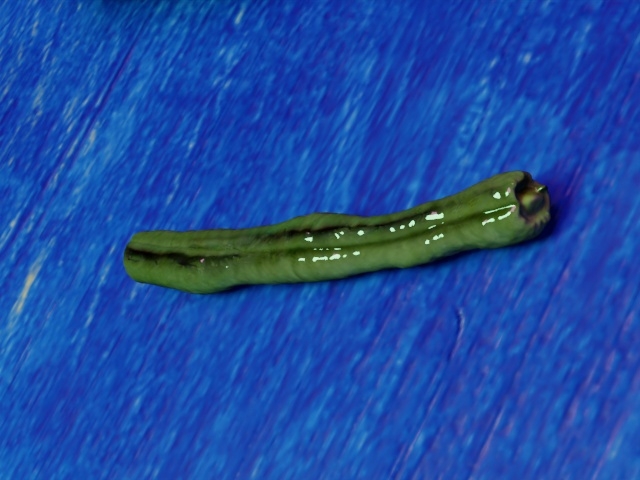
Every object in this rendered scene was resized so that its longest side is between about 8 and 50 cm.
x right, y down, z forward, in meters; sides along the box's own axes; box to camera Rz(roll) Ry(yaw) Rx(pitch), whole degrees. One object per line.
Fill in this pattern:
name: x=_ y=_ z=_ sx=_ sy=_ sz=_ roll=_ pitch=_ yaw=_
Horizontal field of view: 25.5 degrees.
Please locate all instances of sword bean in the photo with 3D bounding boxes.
sword bean: x=0.001 y=0.000 z=0.746 sx=0.269 sy=0.038 sz=0.043 roll=-9 pitch=83 yaw=37
